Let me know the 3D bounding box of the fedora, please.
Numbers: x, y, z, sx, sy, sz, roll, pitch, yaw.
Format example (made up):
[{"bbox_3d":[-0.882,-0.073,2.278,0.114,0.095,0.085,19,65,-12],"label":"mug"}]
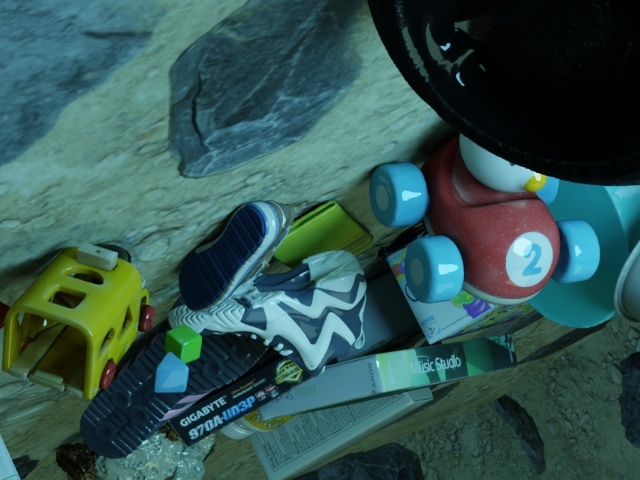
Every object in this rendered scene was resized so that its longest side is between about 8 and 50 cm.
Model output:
[{"bbox_3d":[0.192,-0.190,0.969,0.152,0.334,0.334,-54,177,-25],"label":"fedora"}]

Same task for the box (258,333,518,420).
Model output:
[{"bbox_3d":[0.097,0.192,1.882,0.232,0.059,0.322,-19,171,39],"label":"box"}]

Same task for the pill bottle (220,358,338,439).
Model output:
[{"bbox_3d":[-0.075,0.224,2.039,0.208,0.118,0.117,-37,162,33],"label":"pill bottle"}]

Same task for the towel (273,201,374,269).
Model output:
[{"bbox_3d":[0.000,0.000,1.622,0.102,0.021,0.237,-32,164,6],"label":"towel"}]

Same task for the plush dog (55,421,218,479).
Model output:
[{"bbox_3d":[-0.274,0.351,2.044,0.262,0.211,0.225,-26,142,-3],"label":"plush dog"}]

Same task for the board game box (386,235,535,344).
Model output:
[{"bbox_3d":[0.244,0.041,1.907,0.144,0.142,0.275,-34,165,32],"label":"board game box"}]

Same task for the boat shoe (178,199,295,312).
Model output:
[{"bbox_3d":[-0.087,0.020,1.445,0.066,0.066,0.183,-13,159,-46],"label":"boat shoe"}]

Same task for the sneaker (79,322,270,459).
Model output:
[{"bbox_3d":[-0.177,0.154,1.719,0.319,0.112,0.131,-35,-173,19],"label":"sneaker"}]

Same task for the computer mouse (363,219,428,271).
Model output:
[{"bbox_3d":[0.044,0.035,1.783,0.242,0.041,0.071,-33,-177,-4],"label":"computer mouse"}]

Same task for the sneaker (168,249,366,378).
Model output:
[{"bbox_3d":[-0.053,0.111,1.578,0.235,0.094,0.153,-17,120,-8],"label":"sneaker"}]

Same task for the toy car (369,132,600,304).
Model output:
[{"bbox_3d":[0.205,-0.071,1.432,0.219,0.210,0.238,-7,145,-24],"label":"toy car"}]

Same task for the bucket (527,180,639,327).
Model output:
[{"bbox_3d":[0.357,-0.032,1.657,0.183,0.281,0.281,-18,163,-32],"label":"bucket"}]

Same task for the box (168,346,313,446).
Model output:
[{"bbox_3d":[-0.097,0.177,1.821,0.220,0.051,0.175,-30,-164,12],"label":"box"}]

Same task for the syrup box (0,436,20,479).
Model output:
[{"bbox_3d":[-0.509,0.326,1.682,0.236,0.096,0.093,-22,165,-21],"label":"syrup box"}]

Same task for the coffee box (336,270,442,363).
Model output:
[{"bbox_3d":[0.097,0.135,2.068,0.141,0.098,0.246,-26,165,8],"label":"coffee box"}]

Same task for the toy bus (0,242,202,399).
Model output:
[{"bbox_3d":[-0.218,0.056,1.255,0.191,0.202,0.104,-10,128,-30],"label":"toy bus"}]

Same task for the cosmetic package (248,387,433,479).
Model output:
[{"bbox_3d":[0.022,0.285,2.328,0.309,0.160,0.113,-32,165,21],"label":"cosmetic package"}]

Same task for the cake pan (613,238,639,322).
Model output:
[{"bbox_3d":[0.472,0.008,1.529,0.293,0.054,0.293,-25,146,-18],"label":"cake pan"}]
